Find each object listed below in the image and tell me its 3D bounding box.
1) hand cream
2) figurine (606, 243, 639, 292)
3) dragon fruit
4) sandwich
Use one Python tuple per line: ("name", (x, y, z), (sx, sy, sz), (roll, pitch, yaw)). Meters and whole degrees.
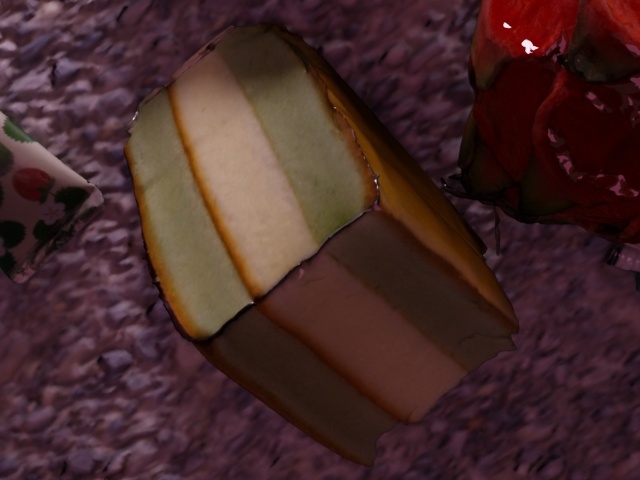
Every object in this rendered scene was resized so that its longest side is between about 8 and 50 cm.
("hand cream", (-0.271, -0.092, 0.891), (0.095, 0.059, 0.276), (-43, 101, 14))
("figurine", (0.247, 0.018, 0.882), (0.106, 0.047, 0.060), (23, 67, 6))
("dragon fruit", (0.187, -0.091, 0.798), (0.234, 0.233, 0.293), (30, 134, -3))
("sandwich", (0.000, 0.000, 0.864), (0.155, 0.227, 0.198), (-39, 133, 13))
